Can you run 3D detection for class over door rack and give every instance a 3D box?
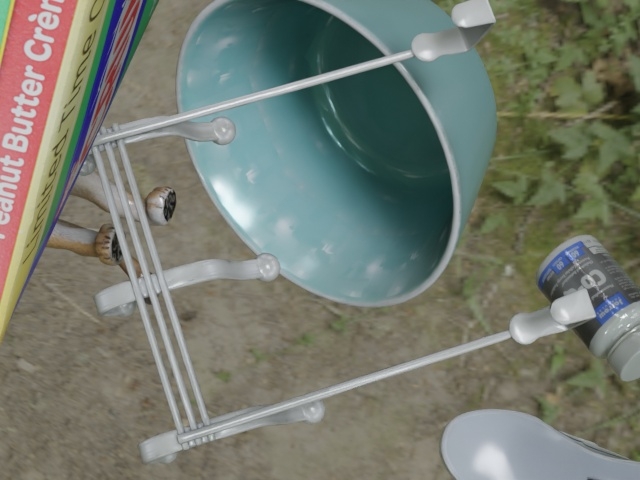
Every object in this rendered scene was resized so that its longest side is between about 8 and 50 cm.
[{"bbox_3d":[0.000,0.000,0.940,0.324,0.108,0.240,-18,82,0],"label":"over door rack"}]

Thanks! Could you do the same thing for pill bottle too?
[{"bbox_3d":[0.279,0.067,1.304,0.078,0.078,0.137,-20,54,-24],"label":"pill bottle"}]

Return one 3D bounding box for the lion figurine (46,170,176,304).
[{"bbox_3d":[-0.261,-0.079,0.959,0.240,0.392,0.142,6,53,14],"label":"lion figurine"}]

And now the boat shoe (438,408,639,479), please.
[{"bbox_3d":[0.225,0.225,1.229,0.258,0.084,0.095,21,76,-5],"label":"boat shoe"}]

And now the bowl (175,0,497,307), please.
[{"bbox_3d":[0.037,-0.110,1.207,0.163,0.311,0.312,-38,106,-39],"label":"bowl"}]

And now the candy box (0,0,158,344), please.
[{"bbox_3d":[-0.109,-0.157,0.529,0.122,0.268,0.317,22,41,-6],"label":"candy box"}]
